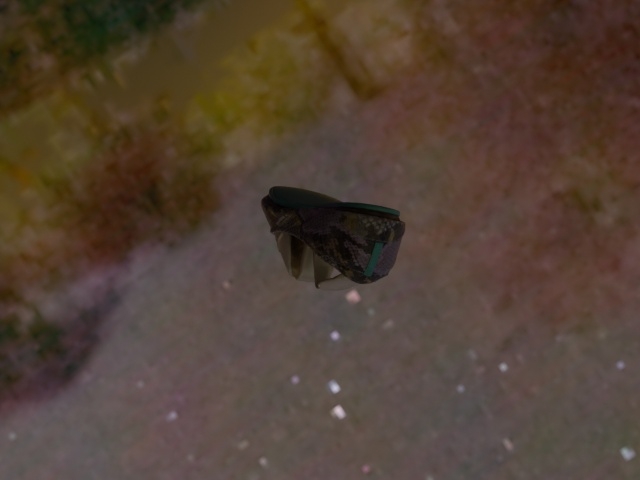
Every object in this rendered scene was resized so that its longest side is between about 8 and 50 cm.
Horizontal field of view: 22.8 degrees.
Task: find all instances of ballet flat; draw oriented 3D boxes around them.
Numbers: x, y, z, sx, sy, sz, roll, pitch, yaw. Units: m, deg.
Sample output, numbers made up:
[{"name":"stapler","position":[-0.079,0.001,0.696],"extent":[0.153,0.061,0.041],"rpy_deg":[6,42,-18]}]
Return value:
[{"name":"ballet flat","position":[0.000,0.000,0.654],"extent":[0.041,0.041,0.114],"rpy_deg":[-35,-164,-13]}]
